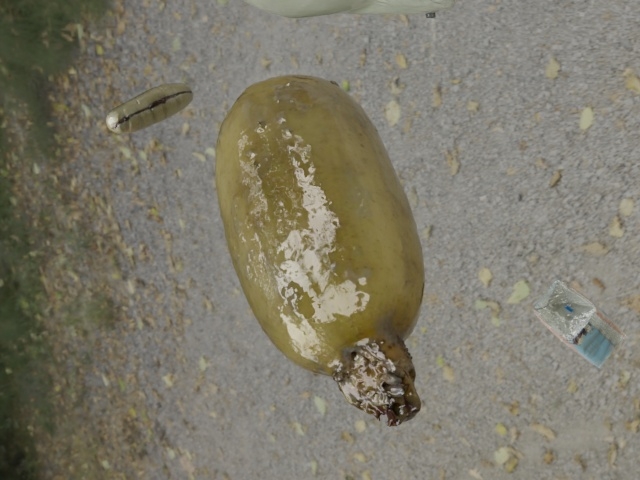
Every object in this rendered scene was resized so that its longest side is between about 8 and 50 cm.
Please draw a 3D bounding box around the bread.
[{"bbox_3d":[-0.352,-0.281,1.397,0.053,0.214,0.073,31,139,32],"label":"bread"}]

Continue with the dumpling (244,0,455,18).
[{"bbox_3d":[-0.028,-0.206,0.368,0.126,0.166,0.215,-24,82,15],"label":"dumpling"}]

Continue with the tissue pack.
[{"bbox_3d":[0.310,0.099,0.793,0.058,0.094,0.074,-50,39,9],"label":"tissue pack"}]

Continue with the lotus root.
[{"bbox_3d":[0.000,0.000,0.591,0.169,0.152,0.342,-31,61,25],"label":"lotus root"}]
